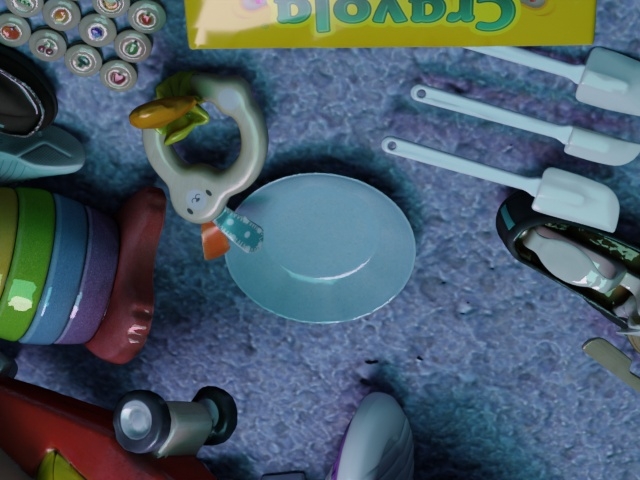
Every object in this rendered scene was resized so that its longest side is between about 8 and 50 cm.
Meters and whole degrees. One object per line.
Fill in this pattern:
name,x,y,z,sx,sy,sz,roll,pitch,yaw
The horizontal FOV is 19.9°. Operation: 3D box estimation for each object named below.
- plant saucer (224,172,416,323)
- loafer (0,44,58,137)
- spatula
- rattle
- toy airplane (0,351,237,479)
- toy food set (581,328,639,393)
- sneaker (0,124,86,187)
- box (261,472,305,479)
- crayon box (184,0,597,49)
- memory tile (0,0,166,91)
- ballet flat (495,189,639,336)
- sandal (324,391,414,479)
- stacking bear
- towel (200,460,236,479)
plant saucer,0.000,0.000,1.849,0.195,0.037,0.195,1,129,2
loafer,-0.352,-0.153,1.720,0.220,0.078,0.080,28,124,-18
spatula,0.193,-0.118,1.735,0.242,0.019,0.168,17,111,-3
rattle,-0.114,-0.052,1.730,0.130,0.143,0.200,1,110,-3
toy airplane,-0.286,0.244,1.839,0.386,0.384,0.272,10,94,-15
toy food set,0.371,0.070,1.892,0.192,0.038,0.132,-42,122,17
sneaker,-0.304,-0.080,1.800,0.152,0.054,0.061,1,144,5
box,-0.018,0.458,2.086,0.058,0.232,0.322,-8,128,12
crayon box,0.059,-0.319,1.552,0.363,0.106,0.313,0,128,3
memory tile,-0.227,-0.205,1.716,0.148,0.012,0.113,23,126,-14
ballet flat,0.295,0.044,1.799,0.280,0.096,0.095,26,112,-4
sandal,0.035,0.342,2.052,0.102,0.169,0.416,12,130,21
stacking bear,-0.317,0.014,1.773,0.289,0.175,0.164,14,154,-20
towel,-0.180,0.422,2.049,0.121,0.283,0.235,27,145,41
